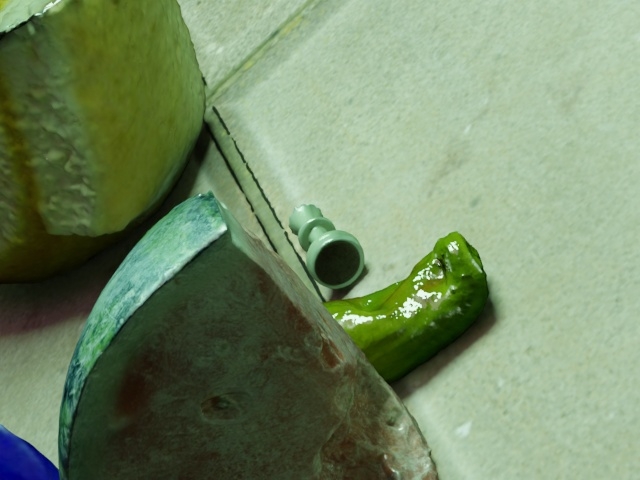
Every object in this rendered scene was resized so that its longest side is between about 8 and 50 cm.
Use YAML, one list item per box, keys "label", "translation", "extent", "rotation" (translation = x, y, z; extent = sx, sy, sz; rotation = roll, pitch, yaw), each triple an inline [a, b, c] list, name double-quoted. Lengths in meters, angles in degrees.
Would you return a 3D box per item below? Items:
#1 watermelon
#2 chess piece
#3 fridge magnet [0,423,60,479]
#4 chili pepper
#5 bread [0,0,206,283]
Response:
- label: "watermelon"
  translation: [-0.044, 0.101, 0.976]
  extent: [0.226, 0.318, 0.148]
  rotation: [-4, 30, -10]
- label: "chess piece"
  translation: [0.000, 0.000, 1.194]
  extent: [0.042, 0.042, 0.093]
  rotation: [-45, 27, 3]
- label: "fridge magnet"
  translation: [-0.296, 0.238, 1.153]
  extent: [0.265, 0.113, 0.265]
  rotation: [-7, 44, 7]
- label: "chili pepper"
  translation: [0.018, 0.064, 1.077]
  extent: [0.204, 0.073, 0.072]
  rotation: [-27, 19, 9]
- label: "bread"
  translation: [-0.238, -0.110, 1.391]
  extent: [0.395, 0.264, 0.239]
  rotation: [-6, 39, 44]
